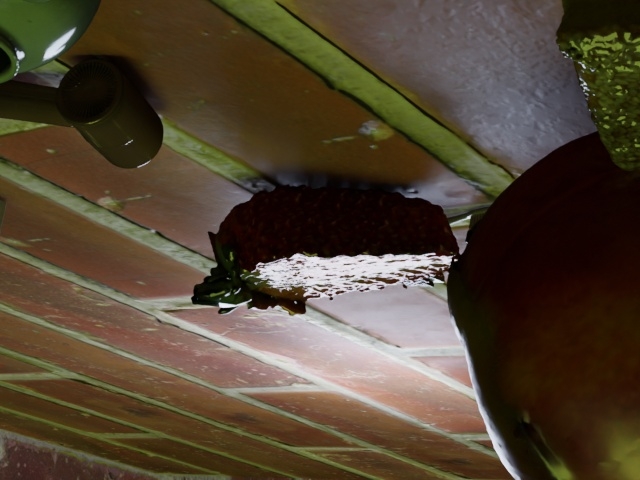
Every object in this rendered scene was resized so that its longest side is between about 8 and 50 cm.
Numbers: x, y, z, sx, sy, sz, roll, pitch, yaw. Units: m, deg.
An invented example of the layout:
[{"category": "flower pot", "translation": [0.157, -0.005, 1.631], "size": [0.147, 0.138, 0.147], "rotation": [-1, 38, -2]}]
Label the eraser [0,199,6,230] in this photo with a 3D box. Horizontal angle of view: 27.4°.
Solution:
[{"category": "eraser", "translation": [-0.466, -0.028, 1.467], "size": [0.213, 0.091, 0.046], "rotation": [17, 159, -25]}]

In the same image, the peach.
[{"category": "peach", "translation": [0.295, 0.059, 1.057], "size": [0.370, 0.369, 0.370], "rotation": [7, 162, 2]}]

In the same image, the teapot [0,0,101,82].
[{"category": "teapot", "translation": [-0.239, -0.177, 0.863], "size": [0.294, 0.129, 0.193], "rotation": [-9, 156, 43]}]

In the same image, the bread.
[{"category": "bread", "translation": [0.281, -0.131, 0.828], "size": [0.234, 0.110, 0.184], "rotation": [-3, 156, 26]}]

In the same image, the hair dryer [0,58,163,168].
[{"category": "hair dryer", "translation": [-0.237, -0.119, 1.167], "size": [0.182, 0.064, 0.117], "rotation": [11, 165, 16]}]

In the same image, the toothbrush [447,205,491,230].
[{"category": "toothbrush", "translation": [0.094, -0.007, 1.410], "size": [0.018, 0.024, 0.257], "rotation": [23, 158, -38]}]

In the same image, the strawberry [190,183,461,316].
[{"category": "strawberry", "translation": [0.000, 0.000, 1.356], "size": [0.286, 0.106, 0.188], "rotation": [-10, 162, 13]}]

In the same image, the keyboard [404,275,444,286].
[{"category": "keyboard", "translation": [0.086, 0.033, 1.505], "size": [0.055, 0.017, 0.166], "rotation": [-4, 166, 31]}]
